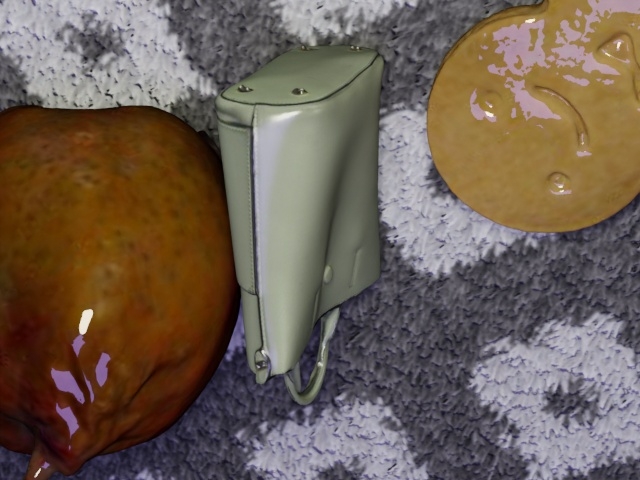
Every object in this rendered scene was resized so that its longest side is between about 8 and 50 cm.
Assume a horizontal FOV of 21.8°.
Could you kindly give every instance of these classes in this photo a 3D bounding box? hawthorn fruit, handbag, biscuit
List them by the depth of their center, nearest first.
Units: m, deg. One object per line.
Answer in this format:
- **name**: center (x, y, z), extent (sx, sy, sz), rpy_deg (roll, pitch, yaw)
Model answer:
- **biscuit**: center (0.251, -0.142, 1.423), extent (0.355, 0.052, 0.275), rpy_deg (-31, 108, 20)
- **handbag**: center (0.000, 0.000, 1.432), extent (0.109, 0.241, 0.315), rpy_deg (2, 111, 25)
- **hawthorn fruit**: center (-0.209, 0.034, 1.435), extent (0.308, 0.325, 0.308), rpy_deg (-1, 110, -2)
